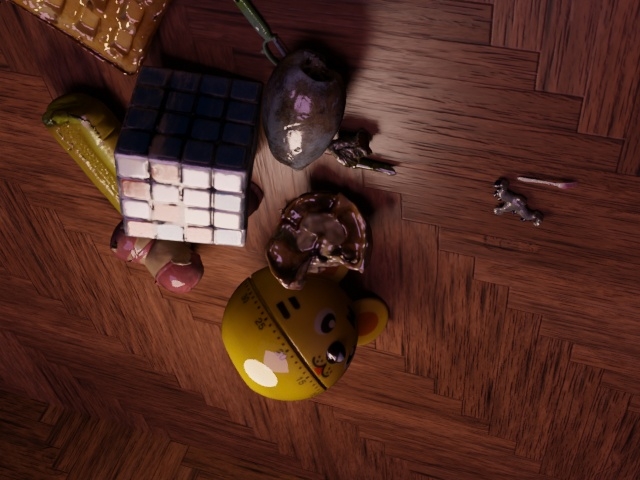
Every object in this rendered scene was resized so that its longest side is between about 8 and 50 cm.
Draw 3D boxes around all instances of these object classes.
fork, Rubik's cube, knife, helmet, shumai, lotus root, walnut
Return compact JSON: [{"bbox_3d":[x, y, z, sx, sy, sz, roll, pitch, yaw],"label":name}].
[{"bbox_3d":[0.437,-0.112,1.637,0.115,0.012,0.016,9,136,20],"label":"fork"},{"bbox_3d":[-0.259,-0.165,1.708,0.256,0.259,0.253,7,144,-3],"label":"Rubik's cube"},{"bbox_3d":[-0.123,-0.401,1.573,0.054,0.015,0.212,-7,136,38],"label":"knife"},{"bbox_3d":[-0.197,-0.085,1.978,0.098,0.070,0.123,38,143,-20],"label":"helmet"},{"bbox_3d":[0.063,-0.194,1.713,0.083,0.082,0.080,36,105,-26],"label":"shumai"},{"bbox_3d":[-0.046,-0.226,1.633,0.158,0.140,0.322,48,150,18],"label":"lotus root"},{"bbox_3d":[-0.007,-0.010,1.887,0.238,0.141,0.204,-15,95,1],"label":"walnut"}]

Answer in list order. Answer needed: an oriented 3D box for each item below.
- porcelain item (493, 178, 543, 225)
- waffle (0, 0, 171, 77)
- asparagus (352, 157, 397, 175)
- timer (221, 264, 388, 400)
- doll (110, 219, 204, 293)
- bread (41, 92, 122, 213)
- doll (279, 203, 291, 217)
[{"bbox_3d":[0.382,-0.069,1.716,0.136,0.021,0.075,39,142,-22],"label":"porcelain item"},{"bbox_3d":[-0.451,-0.488,1.592,0.348,0.077,0.304,32,145,-13],"label":"waffle"},{"bbox_3d":[0.109,-0.153,1.761,0.108,0.021,0.025,14,148,12],"label":"asparagus"},{"bbox_3d":[-0.039,0.199,2.074,0.387,0.376,0.376,-32,129,-1],"label":"timer"},{"bbox_3d":[-0.411,0.032,2.185,0.256,0.152,0.196,37,178,6],"label":"doll"},{"bbox_3d":[-0.474,-0.191,1.960,0.166,0.112,0.383,-1,139,34],"label":"bread"},{"bbox_3d":[-0.052,-0.054,1.968,0.085,0.040,0.058,41,131,-23],"label":"doll"}]
